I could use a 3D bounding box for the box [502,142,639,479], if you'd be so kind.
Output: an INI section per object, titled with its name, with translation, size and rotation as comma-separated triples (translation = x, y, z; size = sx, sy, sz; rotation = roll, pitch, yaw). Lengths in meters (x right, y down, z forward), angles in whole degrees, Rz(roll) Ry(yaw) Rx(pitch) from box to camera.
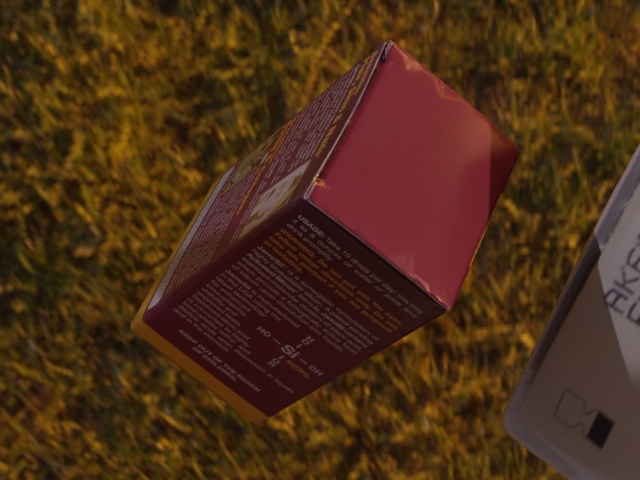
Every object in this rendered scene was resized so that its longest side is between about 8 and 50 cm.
[box]
translation = 0.203, 0.041, 0.493
size = 0.148, 0.311, 0.121
rotation = 33, 104, 33

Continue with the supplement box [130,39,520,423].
[supplement box]
translation = 0.000, 0.000, 0.416
size = 0.043, 0.083, 0.055
rotation = 39, 52, -13
